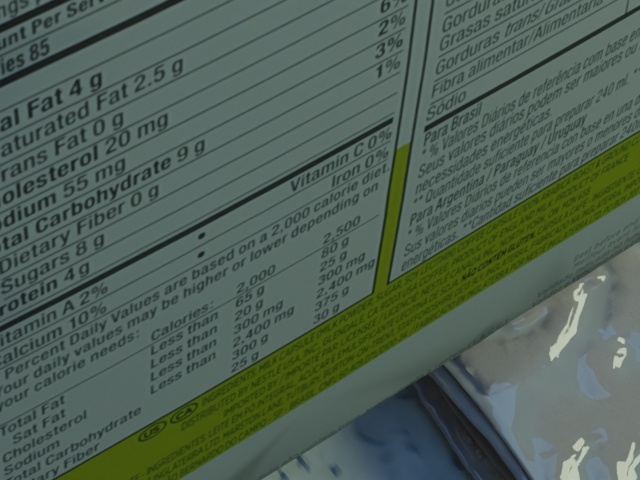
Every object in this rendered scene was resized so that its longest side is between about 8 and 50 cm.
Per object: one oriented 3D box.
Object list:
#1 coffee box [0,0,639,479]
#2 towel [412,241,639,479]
[{"bbox_3d":[-0.064,-0.150,0.627,0.338,0.334,0.337,-30,61,-24],"label":"coffee box"},{"bbox_3d":[0.250,0.090,0.829,0.332,0.053,0.317,-31,82,-23],"label":"towel"}]
